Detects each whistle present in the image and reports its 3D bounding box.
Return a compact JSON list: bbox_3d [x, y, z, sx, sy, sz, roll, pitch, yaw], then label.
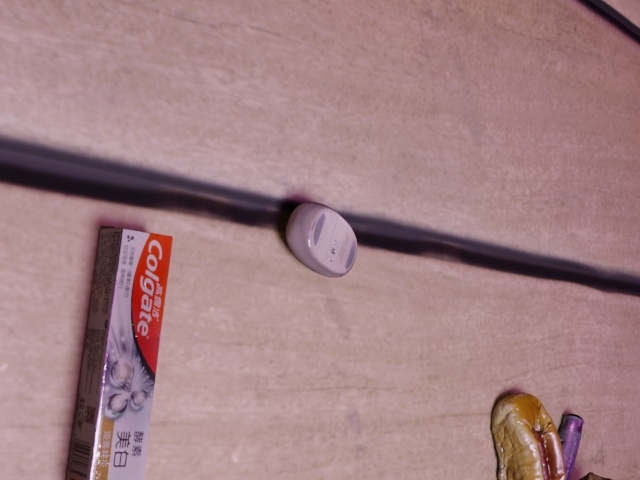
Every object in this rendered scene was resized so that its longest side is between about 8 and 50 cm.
[{"bbox_3d":[0.346,0.334,1.193,0.033,0.033,0.176,43,60,-36],"label":"whistle"}]

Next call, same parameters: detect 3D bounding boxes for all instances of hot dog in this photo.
[{"bbox_3d":[0.284,0.325,1.105,0.084,0.073,0.242,-9,94,-40],"label":"hot dog"}]

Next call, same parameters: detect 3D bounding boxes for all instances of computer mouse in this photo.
[{"bbox_3d":[-0.002,0.000,0.852,0.096,0.039,0.066,39,62,-46],"label":"computer mouse"}]

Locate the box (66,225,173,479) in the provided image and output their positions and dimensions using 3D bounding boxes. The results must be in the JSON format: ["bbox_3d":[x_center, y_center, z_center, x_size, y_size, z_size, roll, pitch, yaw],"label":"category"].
[{"bbox_3d":[-0.165,0.099,0.682,0.055,0.040,0.218,14,79,-43],"label":"box"}]

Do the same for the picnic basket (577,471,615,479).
[{"bbox_3d":[0.355,0.421,1.158,0.110,0.055,0.193,101,15,-61],"label":"picnic basket"}]
